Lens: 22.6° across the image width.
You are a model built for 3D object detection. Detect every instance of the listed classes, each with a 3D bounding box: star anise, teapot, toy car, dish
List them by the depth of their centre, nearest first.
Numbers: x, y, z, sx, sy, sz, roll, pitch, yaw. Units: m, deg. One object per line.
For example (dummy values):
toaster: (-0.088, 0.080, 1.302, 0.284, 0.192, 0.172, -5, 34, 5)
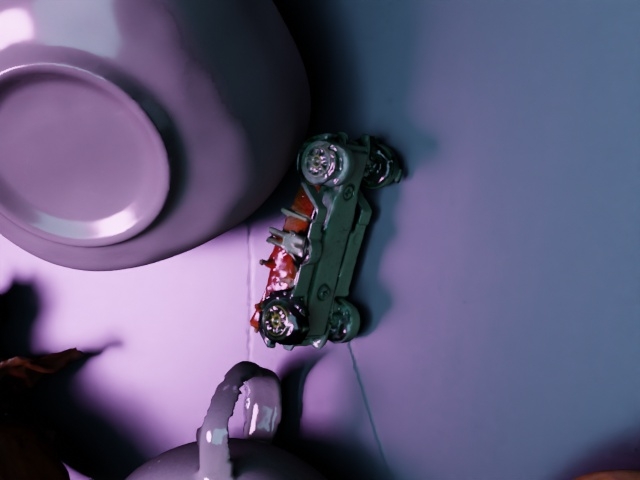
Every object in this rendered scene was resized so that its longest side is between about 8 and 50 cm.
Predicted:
dish: (-0.139, -0.081, 0.973, 0.256, 0.117, 0.256, 6, 126, 8)
toy car: (0.000, 0.000, 1.009, 0.054, 0.073, 0.143, 21, 103, 35)
teapot: (-0.064, 0.222, 1.013, 0.193, 0.129, 0.294, 7, 90, 17)
star anise: (-0.303, 0.126, 1.093, 0.346, 0.148, 0.237, 20, 99, 8)

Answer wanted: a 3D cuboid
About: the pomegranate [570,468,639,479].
pomegranate: (0.172, 0.214, 0.908, 0.196, 0.196, 0.196, 2, 95, 20)
